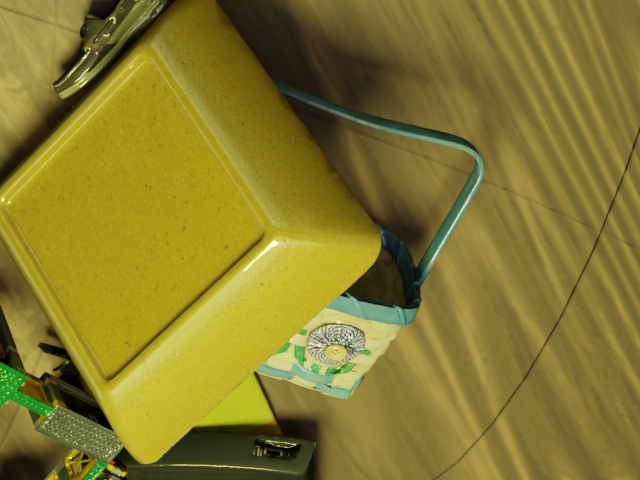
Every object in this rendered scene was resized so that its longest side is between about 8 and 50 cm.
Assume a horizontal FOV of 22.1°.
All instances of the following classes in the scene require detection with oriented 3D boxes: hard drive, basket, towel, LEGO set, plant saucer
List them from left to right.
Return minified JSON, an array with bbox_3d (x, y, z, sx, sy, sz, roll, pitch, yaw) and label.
[{"bbox_3d":[-0.357,0.159,1.645,0.331,0.192,0.255,25,109,-35],"label":"LEGO set"},{"bbox_3d":[-0.157,-0.018,1.514,0.332,0.081,0.333,-43,68,19],"label":"plant saucer"},{"bbox_3d":[-0.132,0.290,1.771,0.254,0.054,0.172,1,115,2],"label":"hard drive"},{"bbox_3d":[-0.106,0.186,1.776,0.102,0.021,0.237,-24,113,-3],"label":"towel"},{"bbox_3d":[0.000,0.000,1.617,0.254,0.201,0.289,15,111,-14],"label":"basket"}]

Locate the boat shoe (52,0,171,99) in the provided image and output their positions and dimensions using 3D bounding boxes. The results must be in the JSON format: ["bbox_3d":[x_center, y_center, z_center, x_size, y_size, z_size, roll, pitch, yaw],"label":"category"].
[{"bbox_3d":[-0.208,-0.202,1.586,0.152,0.056,0.049,-46,107,0],"label":"boat shoe"}]
